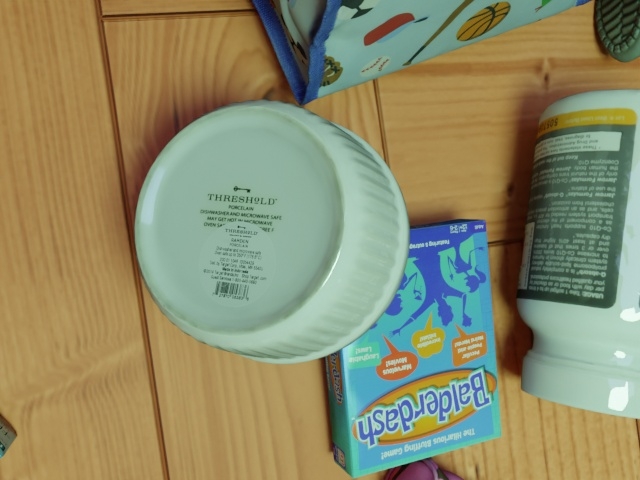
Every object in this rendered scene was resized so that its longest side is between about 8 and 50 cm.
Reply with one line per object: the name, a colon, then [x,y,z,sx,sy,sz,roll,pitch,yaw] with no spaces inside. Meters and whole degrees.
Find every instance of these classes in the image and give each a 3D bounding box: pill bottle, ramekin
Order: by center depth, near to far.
ramekin: [-0.042,-0.008,0.487,0.207,0.109,0.207,-3,81,18]
pill bottle: [0.273,0.014,0.596,0.162,0.162,0.279,10,86,-15]

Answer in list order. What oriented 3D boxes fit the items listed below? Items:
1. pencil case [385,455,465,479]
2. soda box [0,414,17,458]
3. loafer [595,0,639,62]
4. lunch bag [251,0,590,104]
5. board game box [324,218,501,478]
pencil case: [0.158,0.279,0.588,0.209,0.098,0.095,30,81,-12]
soda box: [-0.327,0.195,0.474,0.183,0.063,0.058,-40,99,-13]
loafer: [0.361,-0.305,0.665,0.087,0.094,0.251,13,85,-10]
lunch bag: [0.057,-0.366,0.519,0.327,0.239,0.386,-21,78,-15]
board game box: [0.083,0.092,0.584,0.160,0.047,0.210,-8,96,-21]
